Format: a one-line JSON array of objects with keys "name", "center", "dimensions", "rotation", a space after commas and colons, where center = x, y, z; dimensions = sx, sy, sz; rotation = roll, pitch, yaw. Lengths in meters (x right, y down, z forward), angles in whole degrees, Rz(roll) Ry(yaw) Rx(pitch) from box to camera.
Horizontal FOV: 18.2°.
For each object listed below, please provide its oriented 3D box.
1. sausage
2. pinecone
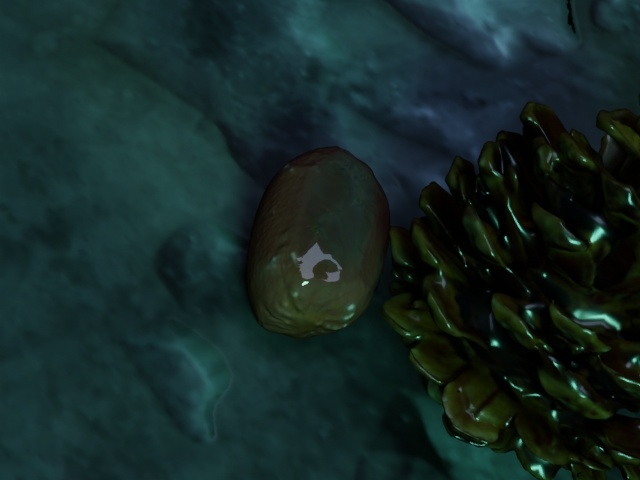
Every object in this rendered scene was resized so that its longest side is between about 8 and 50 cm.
[{"name": "sausage", "center": [0.000, 0.000, 0.854], "dimensions": [0.059, 0.054, 0.094], "rotation": [20, 48, -8]}, {"name": "pinecone", "center": [0.110, 0.016, 0.821], "dimensions": [0.174, 0.173, 0.173], "rotation": [12, 50, -15]}]
